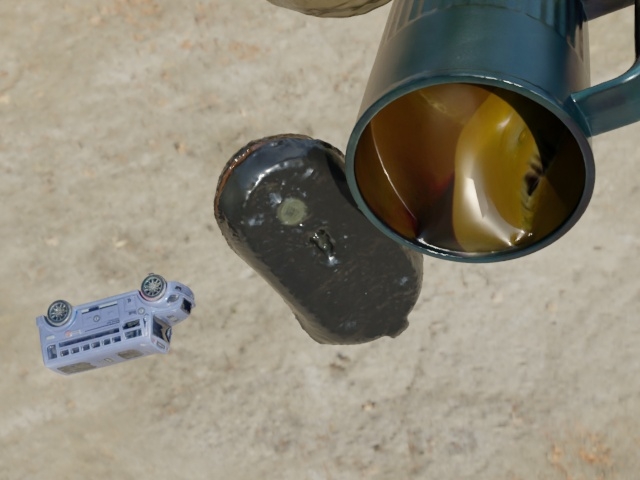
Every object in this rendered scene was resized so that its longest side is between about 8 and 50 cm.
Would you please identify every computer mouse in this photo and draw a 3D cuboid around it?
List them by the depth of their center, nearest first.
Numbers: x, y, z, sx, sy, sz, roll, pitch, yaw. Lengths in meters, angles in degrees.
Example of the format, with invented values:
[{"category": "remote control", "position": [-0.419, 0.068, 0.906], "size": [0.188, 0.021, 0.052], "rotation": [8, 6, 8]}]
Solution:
[{"category": "computer mouse", "position": [-0.001, -0.003, 1.367], "size": [0.183, 0.323, 0.116], "rotation": [-37, 28, 5]}]

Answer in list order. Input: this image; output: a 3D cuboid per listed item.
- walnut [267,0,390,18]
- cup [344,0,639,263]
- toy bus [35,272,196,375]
[{"category": "walnut", "position": [0.037, -0.276, 0.894], "size": [0.230, 0.178, 0.178], "rotation": [-43, 42, 14]}, {"category": "cup", "position": [0.184, -0.178, 1.158], "size": [0.242, 0.308, 0.292], "rotation": [29, 42, -13]}, {"category": "toy bus", "position": [-0.218, 0.094, 1.201], "size": [0.167, 0.073, 0.076], "rotation": [-15, 68, 10]}]
